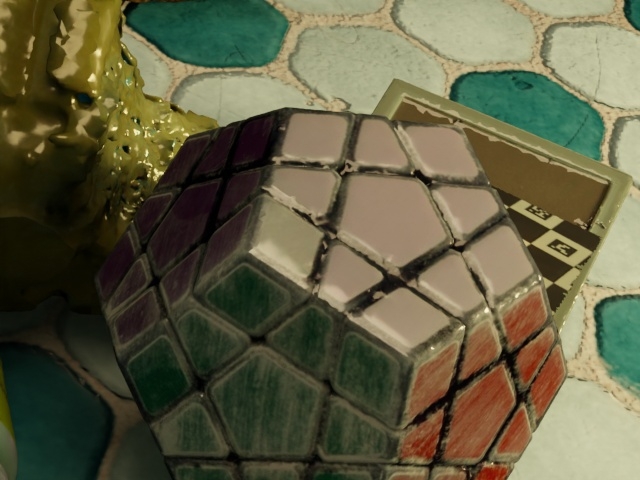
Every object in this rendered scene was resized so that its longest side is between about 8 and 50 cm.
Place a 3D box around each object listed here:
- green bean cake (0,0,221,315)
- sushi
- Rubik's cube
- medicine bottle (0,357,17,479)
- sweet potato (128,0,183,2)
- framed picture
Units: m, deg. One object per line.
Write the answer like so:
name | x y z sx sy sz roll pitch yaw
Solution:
green bean cake | -0.191 -0.059 1.190 0.285 0.310 0.202 8 65 -6
sushi | 0.102 0.001 1.307 0.210 0.040 0.193 25 29 12
Rubik's cube | 0.007 0.059 1.102 0.264 0.319 0.319 -25 46 -3
medicine bottle | -0.267 0.120 1.053 0.139 0.139 0.225 0 39 -20
sweet potato | -0.176 -0.295 1.631 0.336 0.131 0.131 10 38 -6
framed picture | 0.103 0.009 1.365 0.232 0.019 0.296 25 56 12
